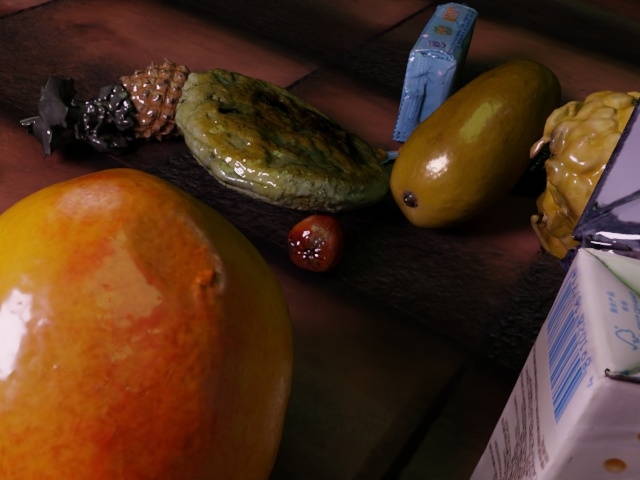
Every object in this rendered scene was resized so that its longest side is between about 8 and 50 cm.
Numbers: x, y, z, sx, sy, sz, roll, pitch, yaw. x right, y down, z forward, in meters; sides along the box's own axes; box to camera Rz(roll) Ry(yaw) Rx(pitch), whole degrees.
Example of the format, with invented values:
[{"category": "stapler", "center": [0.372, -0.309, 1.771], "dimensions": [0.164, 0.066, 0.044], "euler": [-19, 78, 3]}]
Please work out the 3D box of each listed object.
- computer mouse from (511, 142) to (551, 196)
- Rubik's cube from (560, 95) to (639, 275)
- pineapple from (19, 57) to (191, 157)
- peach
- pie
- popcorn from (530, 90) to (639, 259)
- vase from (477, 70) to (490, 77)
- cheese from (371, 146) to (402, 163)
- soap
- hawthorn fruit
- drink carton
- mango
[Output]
[{"category": "computer mouse", "center": [0.335, -0.114, 1.118], "dimensions": [0.193, 0.062, 0.105], "euler": [9, 37, 1]}, {"category": "Rubik's cube", "center": [0.433, 0.009, 0.662], "dimensions": [0.310, 0.305, 0.307], "euler": [6, 52, 44]}, {"category": "pineapple", "center": [-0.286, -0.177, 1.015], "dimensions": [0.237, 0.111, 0.119], "euler": [-23, 75, -33]}, {"category": "peach", "center": [-0.156, 0.110, 0.563], "dimensions": [0.289, 0.288, 0.307], "euler": [2, 33, -10]}, {"category": "pie", "center": [-0.041, -0.130, 0.980], "dimensions": [0.323, 0.070, 0.323], "euler": [19, 27, -10]}, {"category": "popcorn", "center": [0.365, -0.073, 0.949], "dimensions": [0.190, 0.250, 0.250], "euler": [-5, 34, 22]}, {"category": "vase", "center": [0.281, -0.247, 1.279], "dimensions": [0.053, 0.053, 0.100], "euler": [20, 44, 12]}, {"category": "cheese", "center": [0.093, -0.127, 1.115], "dimensions": [0.111, 0.017, 0.047], "euler": [-7, 44, -21]}, {"category": "soap", "center": [0.193, -0.281, 1.219], "dimensions": [0.077, 0.156, 0.293], "euler": [16, 40, 10]}, {"category": "hawthorn fruit", "center": [-0.002, 0.001, 0.892], "dimensions": [0.077, 0.077, 0.077], "euler": [6, 39, -5]}, {"category": "drink carton", "center": [0.226, 0.174, 0.525], "dimensions": [0.194, 0.324, 0.132], "euler": [14, 38, 4]}, {"category": "mango", "center": [0.218, -0.139, 0.987], "dimensions": [0.142, 0.195, 0.331], "euler": [39, 66, 11]}]
